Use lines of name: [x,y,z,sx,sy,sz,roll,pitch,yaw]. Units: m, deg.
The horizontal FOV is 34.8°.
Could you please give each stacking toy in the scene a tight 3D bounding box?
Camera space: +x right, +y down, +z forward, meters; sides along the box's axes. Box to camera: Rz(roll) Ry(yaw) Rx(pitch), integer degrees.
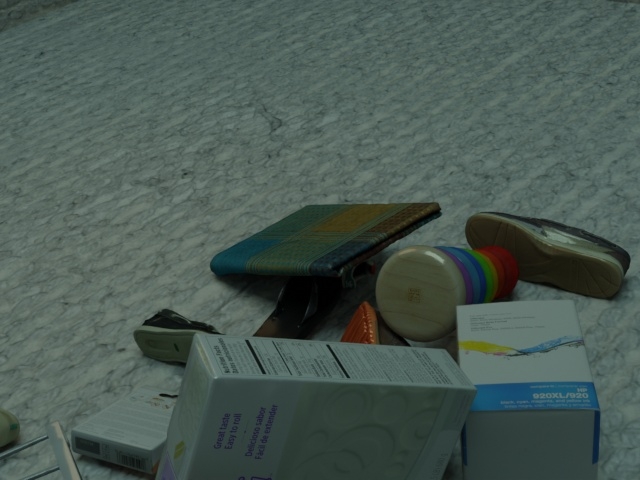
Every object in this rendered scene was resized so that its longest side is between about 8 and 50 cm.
stacking toy: [0.216,0.064,1.592,0.141,0.141,0.330,11,10,29]

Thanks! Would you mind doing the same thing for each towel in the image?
towel: [0.000,0.000,1.787,0.271,0.040,0.370,-30,18,-33]

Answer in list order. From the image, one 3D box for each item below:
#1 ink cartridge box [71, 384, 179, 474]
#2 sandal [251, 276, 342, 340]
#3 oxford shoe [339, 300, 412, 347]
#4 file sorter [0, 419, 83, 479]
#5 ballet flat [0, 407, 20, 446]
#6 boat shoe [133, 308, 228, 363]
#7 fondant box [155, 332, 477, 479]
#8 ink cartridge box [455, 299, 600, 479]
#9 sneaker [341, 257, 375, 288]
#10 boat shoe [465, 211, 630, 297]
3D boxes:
ink cartridge box: [-0.256,0.275,1.510,0.145,0.045,0.179,8,16,26]
sandal: [-0.037,0.108,1.677,0.097,0.054,0.254,7,41,25]
oxford shoe: [0.102,0.206,1.487,0.132,0.130,0.364,22,19,-14]
file sorter: [-0.323,0.386,1.174,0.173,0.193,0.278,-21,33,-16]
ballet flat: [-0.564,0.270,1.546,0.248,0.086,0.086,7,33,20]
boat shoe: [-0.190,0.158,1.630,0.233,0.084,0.079,10,35,33]
fondant box: [-0.010,0.239,1.196,0.330,0.238,0.096,7,25,-24]
ink cartridge box: [0.267,0.212,1.350,0.168,0.171,0.233,-3,31,7]
sneaker: [0.077,0.034,1.809,0.075,0.057,0.161,18,43,33]
boat shoe: [0.385,0.013,1.736,0.285,0.103,0.092,19,34,31]
